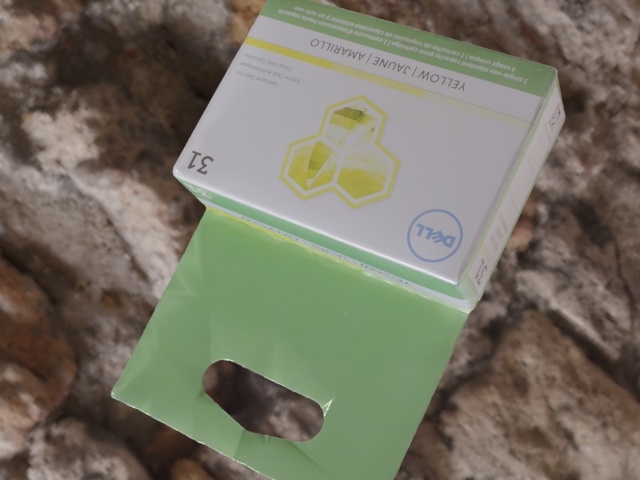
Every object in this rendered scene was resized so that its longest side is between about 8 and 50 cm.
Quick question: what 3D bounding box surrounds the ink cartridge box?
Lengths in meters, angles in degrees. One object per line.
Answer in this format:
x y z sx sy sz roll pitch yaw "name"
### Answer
0.000 0.000 0.535 0.171 0.235 0.056 22 166 25 "ink cartridge box"
